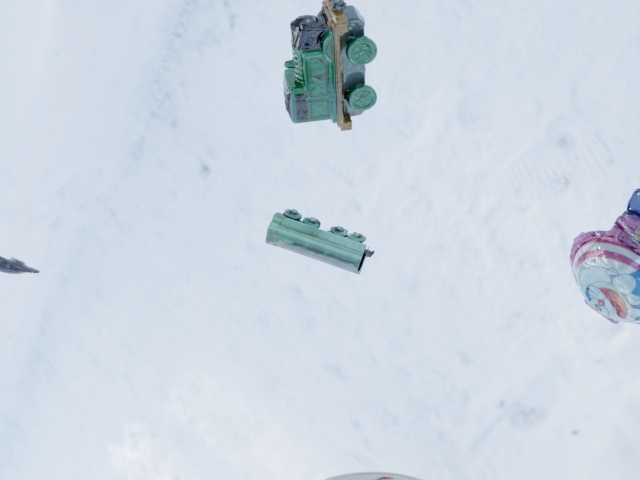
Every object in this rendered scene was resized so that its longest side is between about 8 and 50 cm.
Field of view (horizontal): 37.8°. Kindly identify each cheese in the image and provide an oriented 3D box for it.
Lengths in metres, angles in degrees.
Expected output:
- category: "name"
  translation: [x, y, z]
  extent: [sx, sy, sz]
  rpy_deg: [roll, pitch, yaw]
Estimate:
- category: "cheese"
  translation: [0.399, 0.030, 1.213]
  extent: [0.155, 0.062, 0.244]
  rpy_deg: [38, 149, 21]

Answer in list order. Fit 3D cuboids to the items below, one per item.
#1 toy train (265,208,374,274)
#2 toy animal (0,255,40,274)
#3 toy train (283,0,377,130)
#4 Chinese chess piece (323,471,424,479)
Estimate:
- category: "toy train"
  translation: [0.000, 0.000, 1.262]
  extent: [0.148, 0.071, 0.038]
  rpy_deg: [19, 120, 5]
- category: "toy animal"
  translation: [-0.506, 0.034, 1.337]
  extent: [0.105, 0.202, 0.070]
  rpy_deg: [-105, 26, -56]
- category: "toy train"
  translation: [0.009, -0.252, 1.356]
  extent: [0.091, 0.136, 0.228]
  rpy_deg: [-106, 7, -46]
- category: "Chinese chess piece"
  translation: [0.117, 0.560, 1.944]
  extent: [0.273, 0.273, 0.102]
  rpy_deg: [3, 91, 48]
